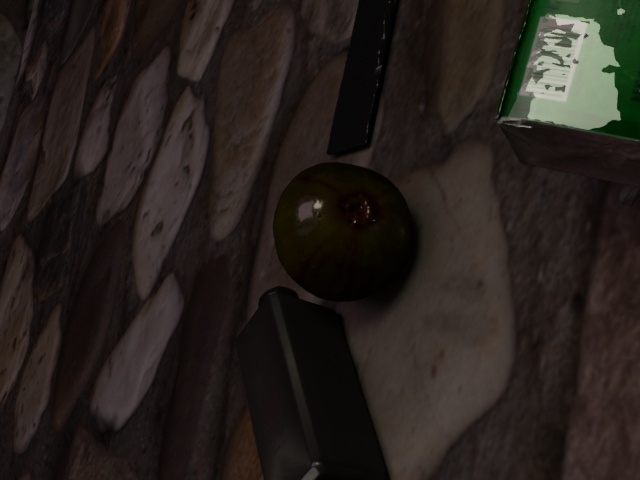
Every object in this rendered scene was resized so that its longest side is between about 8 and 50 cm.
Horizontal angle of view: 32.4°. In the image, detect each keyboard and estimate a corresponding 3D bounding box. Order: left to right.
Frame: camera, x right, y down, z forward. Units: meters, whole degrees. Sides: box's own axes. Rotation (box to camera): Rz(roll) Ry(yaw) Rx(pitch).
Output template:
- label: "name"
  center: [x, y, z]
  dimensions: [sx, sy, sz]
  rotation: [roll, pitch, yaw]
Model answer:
- label: "keyboard"
  center: [0.047, -0.183, 1.137]
  dimensions: [0.074, 0.015, 0.197]
  rotation: [-15, 59, 60]

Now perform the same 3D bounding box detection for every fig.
- label: "fig"
  center: [0.000, 0.000, 1.022]
  dimensions: [0.236, 0.124, 0.124]
  rotation: [155, 129, -70]

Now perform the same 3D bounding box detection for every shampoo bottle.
- label: "shampoo bottle"
  center: [-0.016, 0.136, 0.979]
  dimensions: [0.080, 0.079, 0.246]
  rotation: [-53, 33, 27]

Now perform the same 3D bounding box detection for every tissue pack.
- label: "tissue pack"
  center: [0.220, -0.136, 0.704]
  dimensions: [0.148, 0.156, 0.209]
  rotation: [13, 81, 24]
